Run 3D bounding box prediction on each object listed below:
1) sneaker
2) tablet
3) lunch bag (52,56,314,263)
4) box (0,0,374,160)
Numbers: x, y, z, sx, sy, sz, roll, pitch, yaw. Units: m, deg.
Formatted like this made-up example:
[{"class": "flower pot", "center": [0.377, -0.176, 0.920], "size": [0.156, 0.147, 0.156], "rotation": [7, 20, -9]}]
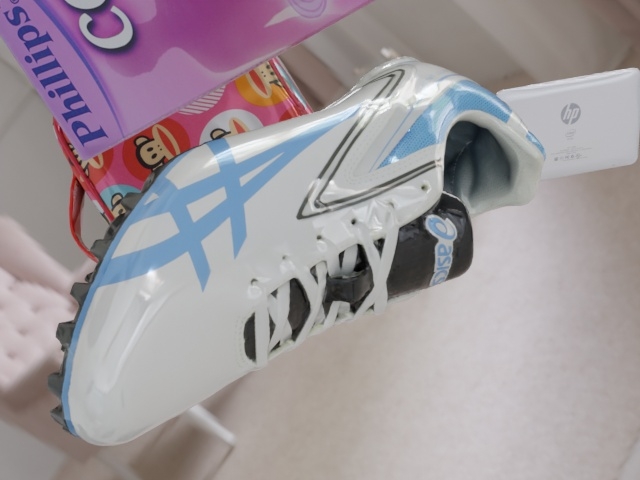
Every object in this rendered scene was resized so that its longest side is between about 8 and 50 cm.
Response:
[{"class": "sneaker", "center": [0.000, 0.000, 0.492], "size": [0.237, 0.086, 0.085], "rotation": [-37, -39, -40]}, {"class": "tablet", "center": [0.130, -0.059, 0.703], "size": [0.083, 0.054, 0.006], "rotation": [-11, 25, -16]}, {"class": "lunch bag", "center": [-0.115, -0.055, 1.275], "size": [0.258, 0.293, 0.120], "rotation": [-32, -10, 0]}, {"class": "box", "center": [-0.077, -0.201, 0.737], "size": [0.243, 0.214, 0.117], "rotation": [-26, 16, 20]}]
